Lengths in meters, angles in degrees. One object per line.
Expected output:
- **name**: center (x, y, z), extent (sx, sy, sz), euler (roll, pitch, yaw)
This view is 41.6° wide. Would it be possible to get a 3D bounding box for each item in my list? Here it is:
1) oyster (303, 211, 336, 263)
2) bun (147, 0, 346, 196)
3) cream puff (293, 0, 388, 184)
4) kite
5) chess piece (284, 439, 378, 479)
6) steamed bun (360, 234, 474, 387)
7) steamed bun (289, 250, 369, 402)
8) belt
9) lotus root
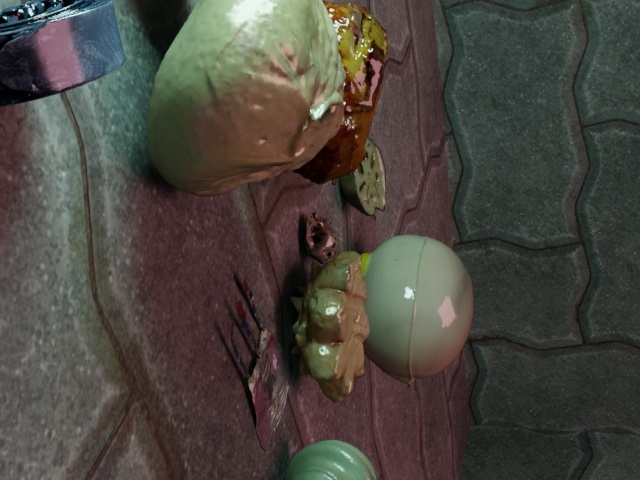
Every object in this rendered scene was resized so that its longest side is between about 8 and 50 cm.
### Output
- **oyster**: center (0.002, 0.002, 1.801), extent (0.165, 0.053, 0.108), euler (8, 63, -65)
- **bun**: center (-0.080, -0.209, 1.178), extent (0.361, 0.213, 0.361), euler (23, 90, -78)
- **cream puff**: center (-0.005, -0.271, 1.493), extent (0.350, 0.228, 0.351), euler (-167, -90, -88)
- **kite**: center (-0.107, 0.213, 1.513), extent (0.360, 0.022, 0.204), euler (77, 22, -43)
- **chess piece**: center (-0.030, 0.488, 1.514), extent (0.299, 0.194, 0.195), euler (-9, 98, -63)
- **steamed bun**: center (0.222, 0.158, 2.059), extent (0.374, 0.333, 0.334), euler (-65, 149, -54)
- **steamed bun**: center (0.012, 0.175, 1.702), extent (0.295, 0.137, 0.292), euler (80, 19, -44)
- **belt**: center (-0.274, -0.190, 0.817), extent (0.190, 0.141, 0.082), euler (-54, 139, -57)
- **lotus root**: center (0.094, -0.150, 2.052), extent (0.183, 0.077, 0.204), euler (33, 53, -55)
